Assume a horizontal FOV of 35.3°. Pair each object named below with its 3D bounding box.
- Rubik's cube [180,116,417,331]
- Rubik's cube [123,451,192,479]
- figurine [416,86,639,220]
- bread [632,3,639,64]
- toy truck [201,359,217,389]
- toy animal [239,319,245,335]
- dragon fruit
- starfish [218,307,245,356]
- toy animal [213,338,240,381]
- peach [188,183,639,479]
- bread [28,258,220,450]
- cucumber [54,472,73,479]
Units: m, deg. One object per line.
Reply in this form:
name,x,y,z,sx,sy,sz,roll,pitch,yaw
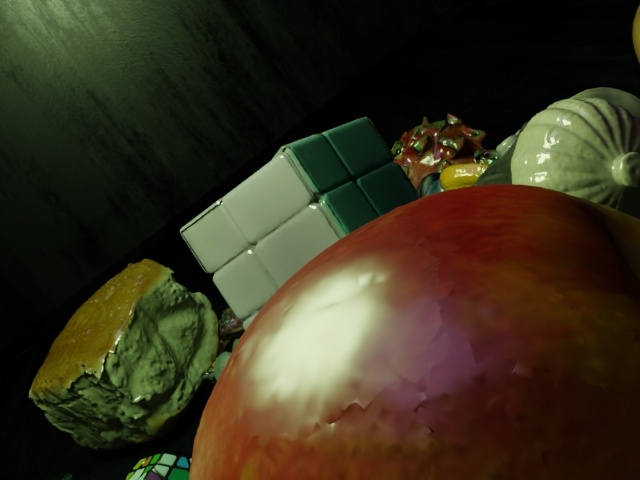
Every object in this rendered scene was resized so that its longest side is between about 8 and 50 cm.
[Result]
Rubik's cube,0.000,0.000,1.336,0.221,0.224,0.231,-35,-3,34
Rubik's cube,-0.177,0.311,1.169,0.112,0.133,0.133,16,51,43
figurine,0.247,-0.046,1.183,0.332,0.185,0.204,-33,28,41
bread,0.520,-0.313,1.412,0.174,0.133,0.251,-26,18,32
toy truck,-0.128,0.200,1.513,0.063,0.052,0.123,-40,12,-33
toy animal,-0.090,0.126,1.577,0.137,0.098,0.098,-46,11,21
dragon fruit,0.218,-0.127,1.589,0.236,0.135,0.137,-8,27,20
starfish,-0.152,0.150,1.760,0.150,0.053,0.209,-23,12,6
toy animal,-0.081,0.206,1.254,0.127,0.125,0.251,-16,21,2
peach,0.096,0.157,0.584,0.388,0.388,0.388,-34,15,11
bread,-0.306,0.191,1.593,0.279,0.225,0.250,-19,37,44
cucumber,-0.428,0.412,1.602,0.032,0.032,0.133,-30,15,25
